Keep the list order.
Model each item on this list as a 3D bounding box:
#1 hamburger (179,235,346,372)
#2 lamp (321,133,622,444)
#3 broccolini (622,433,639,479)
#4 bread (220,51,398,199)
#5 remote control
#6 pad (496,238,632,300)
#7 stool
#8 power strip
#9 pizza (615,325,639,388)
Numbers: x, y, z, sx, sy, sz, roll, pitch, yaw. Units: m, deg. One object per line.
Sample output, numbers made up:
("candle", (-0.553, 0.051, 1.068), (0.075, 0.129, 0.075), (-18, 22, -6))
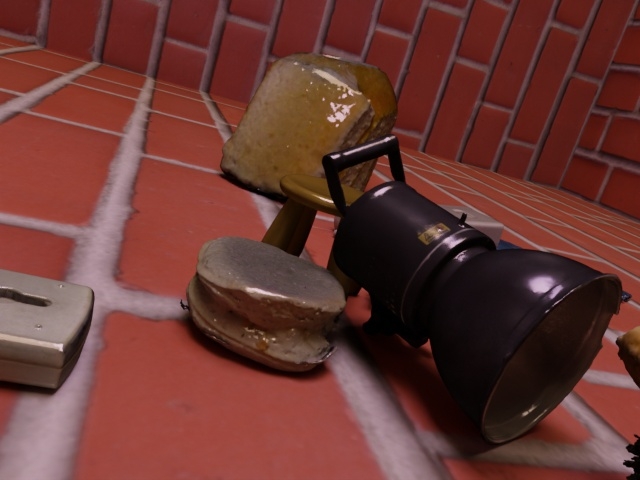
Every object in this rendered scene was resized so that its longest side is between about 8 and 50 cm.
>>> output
("hamburger", (-0.043, 0.046, 0.479), (0.133, 0.062, 0.140), (17, 14, -12))
("lamp", (0.096, 0.037, 0.480), (0.147, 0.172, 0.227), (-23, 42, -28))
("broccolini", (0.225, 0.192, 0.309), (0.054, 0.051, 0.239), (-25, 15, 14))
("bread", (-0.003, -0.222, 1.095), (0.239, 0.264, 0.395), (24, 15, 10))
("remote control", (-0.257, 0.033, 0.341), (0.234, 0.038, 0.098), (13, 16, -16))
("pad", (0.366, 0.050, 0.996), (0.270, 0.012, 0.269), (28, 19, 35))
("stool", (0.000, 0.000, 0.594), (0.134, 0.110, 0.135), (9, 16, -32))
("power strip", (0.166, -0.022, 0.919), (0.338, 0.058, 0.098), (2, 20, -36))
("pizza", (0.312, 0.162, 0.359), (0.197, 0.058, 0.292), (31, 16, -53))
